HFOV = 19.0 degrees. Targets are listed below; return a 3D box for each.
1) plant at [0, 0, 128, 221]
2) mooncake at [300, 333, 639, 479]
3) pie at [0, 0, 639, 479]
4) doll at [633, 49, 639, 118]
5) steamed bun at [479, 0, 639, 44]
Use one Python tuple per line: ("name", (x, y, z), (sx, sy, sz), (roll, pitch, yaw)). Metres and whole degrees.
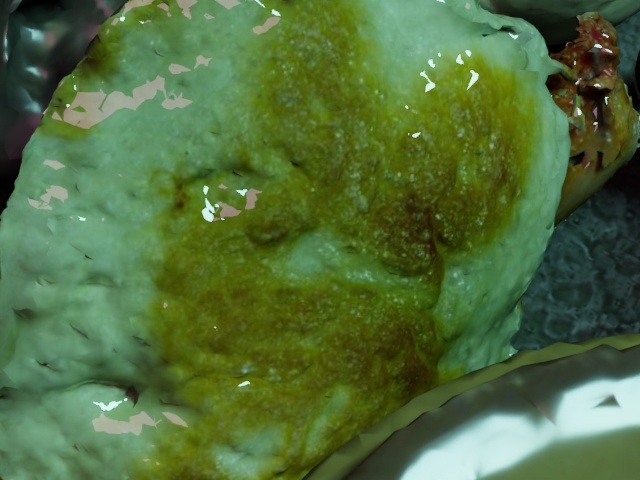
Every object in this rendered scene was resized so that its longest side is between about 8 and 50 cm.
("plant", (-0.162, -0.108, 0.766), (0.213, 0.312, 0.215), (-10, 62, -6))
("mooncake", (0.138, 0.233, 0.643), (0.394, 0.246, 0.393), (3, 60, 0))
("pie", (-0.008, 0.000, 0.750), (0.105, 0.257, 0.274), (26, 90, 51))
("doll", (0.205, -0.101, 0.881), (0.091, 0.067, 0.219), (34, 61, -7))
("steamed bun", (0.043, -0.168, 0.872), (0.238, 0.170, 0.152), (41, 97, 20))
